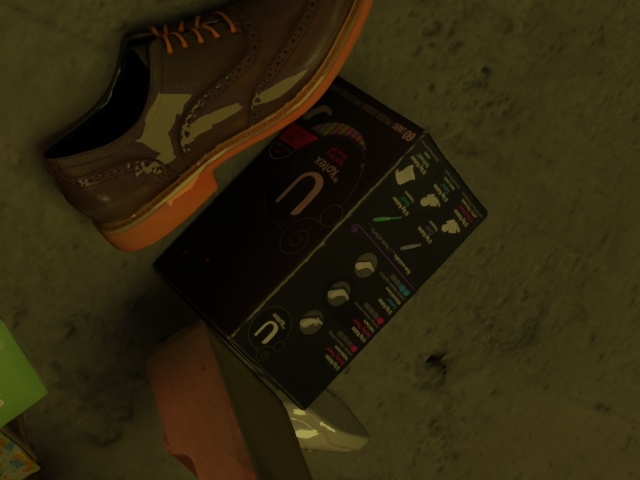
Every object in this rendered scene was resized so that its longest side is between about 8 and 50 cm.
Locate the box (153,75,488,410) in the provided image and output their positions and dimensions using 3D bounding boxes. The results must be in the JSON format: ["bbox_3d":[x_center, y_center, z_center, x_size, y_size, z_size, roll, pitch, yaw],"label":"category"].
[{"bbox_3d":[0.000,0.000,1.502,0.270,0.165,0.143,-47,131,-5],"label":"box"}]

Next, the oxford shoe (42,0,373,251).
[{"bbox_3d":[-0.094,-0.156,1.381,0.363,0.130,0.133,-47,126,-5],"label":"oxford shoe"}]

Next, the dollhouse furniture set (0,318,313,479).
[{"bbox_3d":[-0.199,0.300,1.398,0.394,0.256,0.362,-33,132,7],"label":"dollhouse furniture set"}]

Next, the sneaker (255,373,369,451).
[{"bbox_3d":[-0.048,0.202,1.652,0.212,0.080,0.094,20,113,-34],"label":"sneaker"}]

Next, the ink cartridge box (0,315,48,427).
[{"bbox_3d":[-0.429,0.143,1.247,0.353,0.207,0.119,-36,131,-14],"label":"ink cartridge box"}]
